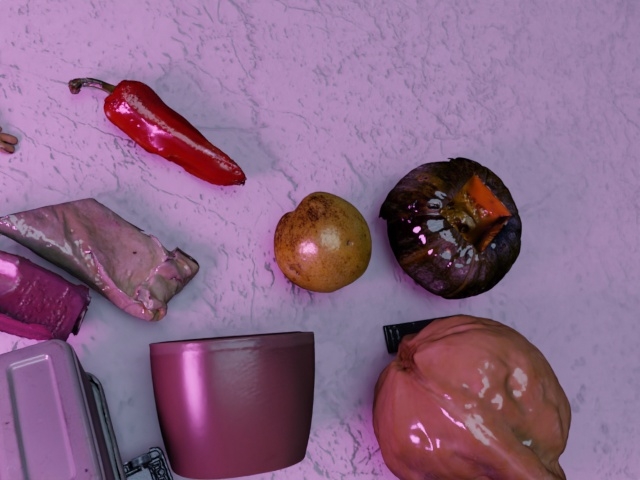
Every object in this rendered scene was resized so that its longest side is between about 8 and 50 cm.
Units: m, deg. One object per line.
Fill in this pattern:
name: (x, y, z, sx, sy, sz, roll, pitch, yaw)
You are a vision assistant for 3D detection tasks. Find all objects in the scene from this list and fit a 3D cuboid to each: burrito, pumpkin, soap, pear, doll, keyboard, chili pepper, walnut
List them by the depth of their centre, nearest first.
soap: (-0.530, 0.084, 0.997, 0.289, 0.182, 0.112, 21, 69, -9)
burrito: (-0.397, 0.016, 1.102, 0.347, 0.107, 0.175, 31, 36, -15)
doll: (-0.612, -0.193, 1.116, 0.093, 0.051, 0.062, 15, 63, -17)
walnut: (0.283, 0.335, 1.156, 0.383, 0.383, 0.384, 6, 73, -19)
pear: (0.000, 0.000, 1.206, 0.197, 0.197, 0.197, 6, 73, -19)
chili pepper: (-0.314, -0.220, 1.206, 0.387, 0.110, 0.110, 37, 66, -8)
pumpkin: (0.293, -0.032, 1.328, 0.320, 0.192, 0.321, 7, 71, -20)
keyboard: (0.235, 0.204, 1.336, 0.204, 0.013, 0.061, -5, 77, -22)

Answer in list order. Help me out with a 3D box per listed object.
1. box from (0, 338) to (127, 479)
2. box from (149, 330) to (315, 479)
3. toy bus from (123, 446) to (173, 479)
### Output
box: (-0.403, 0.307, 0.914, 0.175, 0.182, 0.312, -15, 52, -22)
box: (-0.144, 0.267, 1.029, 0.300, 0.301, 0.216, -2, 80, -21)
toy bus: (-0.346, 0.425, 1.012, 0.193, 0.089, 0.087, -20, 74, -24)
